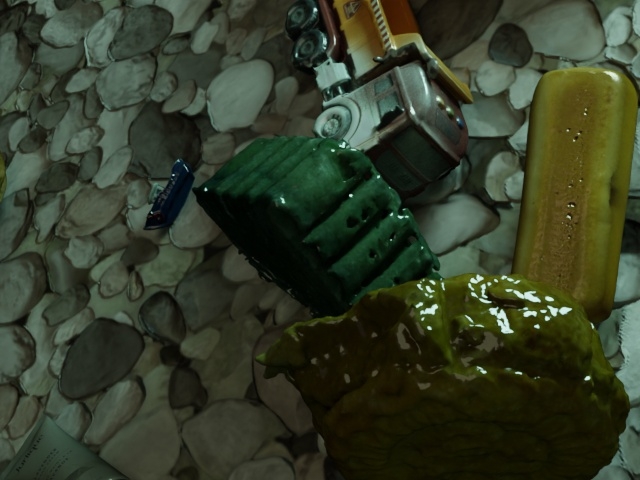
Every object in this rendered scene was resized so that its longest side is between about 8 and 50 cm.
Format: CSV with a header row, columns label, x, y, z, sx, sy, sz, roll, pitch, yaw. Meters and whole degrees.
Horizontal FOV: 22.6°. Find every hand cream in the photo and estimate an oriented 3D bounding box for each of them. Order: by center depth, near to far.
label,x,y,z,sx,sy,sz,roll,pitch,yaw
hand cream,-0.236,0.225,1.504,0.186,0.054,0.087,17,68,46

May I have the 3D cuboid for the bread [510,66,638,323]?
label,x,y,z,sx,sy,sz,roll,pitch,yaw
bread,0.213,-0.031,1.347,0.092,0.074,0.239,4,65,17

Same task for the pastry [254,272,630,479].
label,x,y,z,sx,sy,sz,roll,pitch,yaw
pastry,0.109,0.121,1.218,0.240,0.235,0.132,-28,54,28

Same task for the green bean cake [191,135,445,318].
label,x,y,z,sx,sy,sz,roll,pitch,yaw
green bean cake,0.000,0.000,1.430,0.107,0.193,0.208,-46,23,-17

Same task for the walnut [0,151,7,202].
label,x,y,z,sx,sy,sz,roll,pitch,yaw
walnut,-0.387,-0.067,1.762,0.079,0.082,0.096,-31,44,51

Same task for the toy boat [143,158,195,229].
label,x,y,z,sx,sy,sz,roll,pitch,yaw
toy boat,-0.157,-0.046,1.623,0.038,0.038,0.083,16,73,39

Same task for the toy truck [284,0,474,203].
label,x,y,z,sx,sy,sz,roll,pitch,yaw
toy truck,0.056,-0.165,1.512,0.135,0.114,0.270,-32,47,19
